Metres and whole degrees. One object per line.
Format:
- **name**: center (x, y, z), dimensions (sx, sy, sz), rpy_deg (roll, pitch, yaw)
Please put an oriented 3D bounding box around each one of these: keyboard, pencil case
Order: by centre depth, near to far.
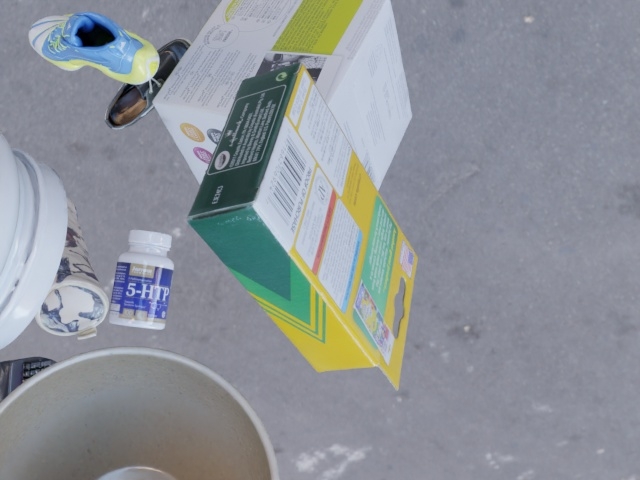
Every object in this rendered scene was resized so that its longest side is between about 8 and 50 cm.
- **keyboard**: center (-0.545, 0.366, 1.347), dimensions (0.033, 0.317, 0.201), rpy_deg (2, 180, 30)
- **pencil case**: center (-0.619, 0.051, 1.819), dimensions (0.160, 0.410, 0.183), rpy_deg (-31, 136, -5)

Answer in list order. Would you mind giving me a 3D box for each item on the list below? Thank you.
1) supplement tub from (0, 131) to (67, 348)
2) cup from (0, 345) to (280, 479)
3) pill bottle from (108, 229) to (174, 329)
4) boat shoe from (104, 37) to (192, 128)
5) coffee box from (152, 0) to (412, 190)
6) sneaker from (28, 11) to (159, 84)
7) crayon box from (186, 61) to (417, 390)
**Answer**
- **supplement tub**: center (-0.413, -0.032, 0.645), dimensions (0.241, 0.241, 0.331), rpy_deg (-36, 145, 23)
- **cup**: center (-0.224, 0.319, 0.889), dimensions (0.331, 0.331, 0.237), rpy_deg (3, 150, -10)
- **pill bottle**: center (-0.350, 0.077, 1.519), dimensions (0.112, 0.186, 0.112), rpy_deg (7, 174, 1)
- **boat shoe**: center (-0.337, -0.307, 1.525), dimensions (0.233, 0.079, 0.084), rpy_deg (-41, 99, 11)
- **coffee box**: center (-0.052, -0.251, 1.484), dimensions (0.334, 0.338, 0.337), rpy_deg (14, 151, 23)
- **sneaker**: center (-0.360, -0.310, 1.147), dimensions (0.240, 0.091, 0.126), rpy_deg (16, 171, 19)
- **crayon box**: center (0.000, 0.000, 0.840), dimensions (0.083, 0.203, 0.323), rpy_deg (-11, 135, 28)
